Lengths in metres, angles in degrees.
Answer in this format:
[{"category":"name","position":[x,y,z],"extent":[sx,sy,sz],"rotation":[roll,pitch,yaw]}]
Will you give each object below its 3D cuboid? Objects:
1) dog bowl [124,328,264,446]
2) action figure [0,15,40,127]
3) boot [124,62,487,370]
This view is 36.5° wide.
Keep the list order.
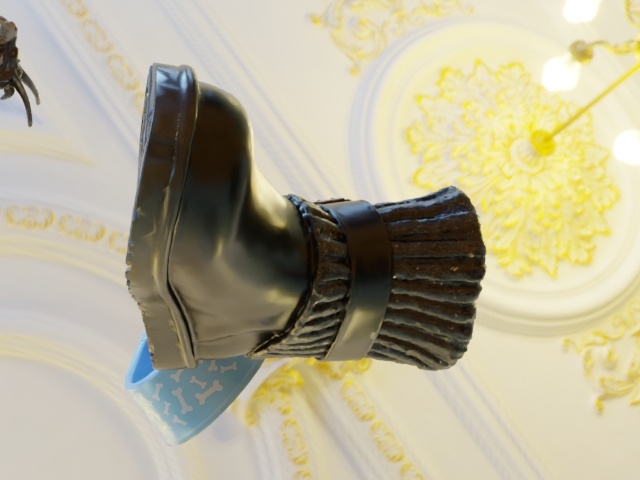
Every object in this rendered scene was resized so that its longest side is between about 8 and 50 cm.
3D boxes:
[{"category":"dog bowl","position":[-0.125,0.092,1.041],"extent":[0.074,0.166,0.297],"rotation":[43,-162,-15]},{"category":"action figure","position":[-0.378,-0.218,0.919],"extent":[0.275,0.141,0.164],"rotation":[27,-144,-22]},{"category":"boot","position":[0.000,-0.003,0.705],"extent":[0.260,0.348,0.131],"rotation":[1,-115,-4]}]
